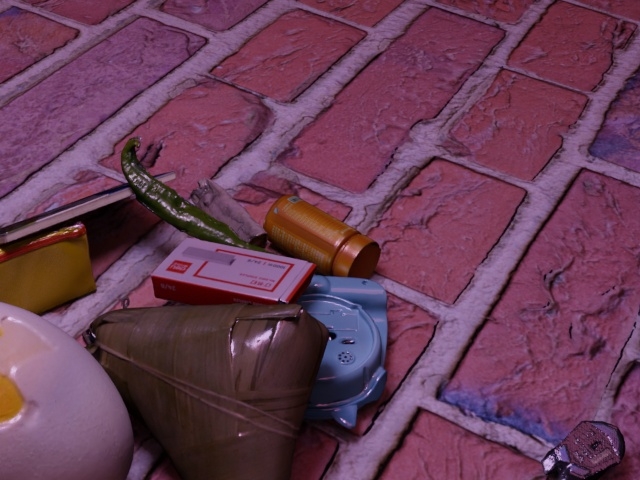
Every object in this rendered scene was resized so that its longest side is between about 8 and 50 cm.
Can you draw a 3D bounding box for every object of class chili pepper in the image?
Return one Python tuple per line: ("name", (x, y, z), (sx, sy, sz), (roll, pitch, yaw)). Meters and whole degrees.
("chili pepper", (-0.187, -0.030, 1.636), (0.359, 0.085, 0.076), (37, 57, -7))

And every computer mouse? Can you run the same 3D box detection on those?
("computer mouse", (0.377, 0.311, 1.434), (0.135, 0.047, 0.079), (-29, 55, -18))

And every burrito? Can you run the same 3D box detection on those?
("burrito", (-0.160, -0.036, 1.771), (0.060, 0.087, 0.226), (-11, 38, -31))

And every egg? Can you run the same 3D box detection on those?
("egg", (-0.402, 0.233, 1.271), (0.345, 0.283, 0.283), (33, 39, -14))

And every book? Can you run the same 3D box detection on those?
("book", (-0.429, -0.050, 1.689), (0.322, 0.018, 0.228), (-26, 12, -38))

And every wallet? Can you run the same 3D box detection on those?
("wallet", (-0.478, 0.058, 1.584), (0.241, 0.141, 0.067), (-23, 42, -29))

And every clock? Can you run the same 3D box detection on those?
("clock", (-0.003, 0.169, 1.530), (0.224, 0.094, 0.274), (1, 39, -2))

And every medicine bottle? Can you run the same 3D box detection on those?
("medicine bottle", (0.000, 0.000, 1.727), (0.192, 0.096, 0.096), (29, 46, 27))

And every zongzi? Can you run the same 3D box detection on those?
("zongzi", (-0.221, 0.260, 1.393), (0.447, 0.181, 0.418), (-1, 70, 28))

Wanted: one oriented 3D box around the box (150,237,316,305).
("box", (-0.133, 0.060, 1.547), (0.229, 0.050, 0.123), (11, 34, 20))
